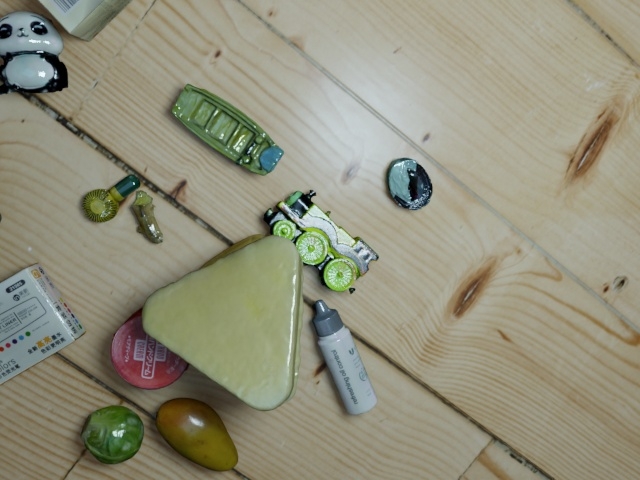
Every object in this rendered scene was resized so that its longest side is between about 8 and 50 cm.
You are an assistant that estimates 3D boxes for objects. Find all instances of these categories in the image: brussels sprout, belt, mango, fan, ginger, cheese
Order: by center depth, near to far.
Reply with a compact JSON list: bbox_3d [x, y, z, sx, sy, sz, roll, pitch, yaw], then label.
[{"bbox_3d":[-0.169,0.209,1.245,0.383,0.104,0.384,-1,77,3],"label":"cheese"},{"bbox_3d":[-0.507,-0.106,1.363,0.155,0.039,0.082,-37,100,1],"label":"fan"},{"bbox_3d":[-0.427,-0.055,1.377,0.057,0.044,0.137,-19,102,-19],"label":"ginger"},{"bbox_3d":[0.221,-0.142,1.404,0.105,0.058,0.140,-27,104,6],"label":"belt"},{"bbox_3d":[-0.524,0.491,1.420,0.155,0.117,0.155,-3,107,-11],"label":"brussels sprout"},{"bbox_3d":[-0.307,0.498,1.439,0.138,0.113,0.253,-45,102,4],"label":"mango"}]

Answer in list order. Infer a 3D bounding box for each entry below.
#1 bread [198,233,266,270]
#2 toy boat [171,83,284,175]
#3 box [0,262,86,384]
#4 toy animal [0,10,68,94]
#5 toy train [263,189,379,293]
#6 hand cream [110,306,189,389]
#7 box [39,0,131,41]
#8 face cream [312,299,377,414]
[{"bbox_3d":[-0.194,0.082,1.386,0.217,0.098,0.147,-28,94,-1],"label":"bread"},{"bbox_3d":[-0.217,-0.261,1.341,0.276,0.084,0.111,34,98,-6],"label":"toy boat"},{"bbox_3d":[-0.755,0.214,1.370,0.273,0.091,0.221,-32,99,1],"label":"box"},{"bbox_3d":[-0.658,-0.417,1.251,0.166,0.138,0.179,-6,105,-20],"label":"toy animal"},{"bbox_3d":[0.000,0.000,1.391,0.296,0.100,0.160,42,87,-8],"label":"toy train"},{"bbox_3d":[-0.408,0.258,1.387,0.193,0.125,0.193,-1,100,-4],"label":"hand cream"},{"bbox_3d":[-0.484,-0.548,1.227,0.212,0.168,0.095,-42,103,3],"label":"box"},{"bbox_3d":[0.053,0.293,1.446,0.092,0.092,0.311,-22,99,-1],"label":"face cream"}]
